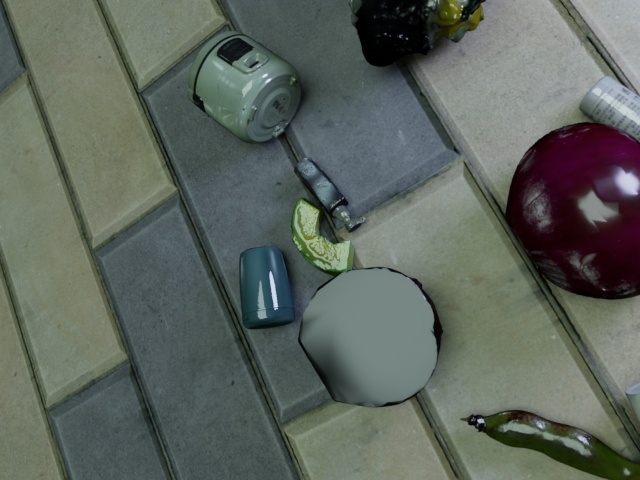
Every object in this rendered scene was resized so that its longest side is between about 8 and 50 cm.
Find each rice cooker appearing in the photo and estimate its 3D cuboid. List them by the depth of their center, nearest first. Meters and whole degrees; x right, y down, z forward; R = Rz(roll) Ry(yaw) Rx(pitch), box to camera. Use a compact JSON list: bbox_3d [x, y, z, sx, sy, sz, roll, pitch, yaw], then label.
[{"bbox_3d":[-0.181,-0.368,1.358,0.244,0.226,0.226,38,99,25],"label":"rice cooker"}]

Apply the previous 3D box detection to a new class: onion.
[{"bbox_3d":[0.473,-0.056,1.018,0.282,0.260,0.336,-21,76,25],"label":"onion"}]

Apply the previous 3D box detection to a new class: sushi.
[{"bbox_3d":[0.223,-0.523,1.149,0.286,0.328,0.328,10,86,13],"label":"sushi"}]

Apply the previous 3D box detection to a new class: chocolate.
[{"bbox_3d":[0.119,0.195,1.175,0.284,0.186,0.283,-3,80,14],"label":"chocolate"}]

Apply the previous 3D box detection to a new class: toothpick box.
[{"bbox_3d":[-0.130,0.108,1.330,0.120,0.120,0.184,-16,75,21],"label":"toothpick box"}]

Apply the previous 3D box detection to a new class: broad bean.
[{"bbox_3d":[0.436,0.376,1.080,0.339,0.061,0.077,13,96,25],"label":"broad bean"}]

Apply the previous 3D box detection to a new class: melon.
[{"bbox_3d":[0.000,0.000,1.319,0.209,0.064,0.118,39,95,20],"label":"melon"}]

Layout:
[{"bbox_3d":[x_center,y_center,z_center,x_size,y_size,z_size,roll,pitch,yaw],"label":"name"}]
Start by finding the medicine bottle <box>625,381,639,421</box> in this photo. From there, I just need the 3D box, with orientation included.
[{"bbox_3d":[0.634,0.367,0.936,0.170,0.170,0.292,-25,76,19],"label":"medicine bottle"}]

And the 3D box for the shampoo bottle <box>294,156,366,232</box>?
[{"bbox_3d":[0.021,-0.104,1.323,0.063,0.057,0.207,-42,70,9],"label":"shampoo bottle"}]

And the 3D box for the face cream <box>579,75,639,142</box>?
[{"bbox_3d":[0.615,-0.199,1.064,0.269,0.082,0.082,46,102,20],"label":"face cream"}]
